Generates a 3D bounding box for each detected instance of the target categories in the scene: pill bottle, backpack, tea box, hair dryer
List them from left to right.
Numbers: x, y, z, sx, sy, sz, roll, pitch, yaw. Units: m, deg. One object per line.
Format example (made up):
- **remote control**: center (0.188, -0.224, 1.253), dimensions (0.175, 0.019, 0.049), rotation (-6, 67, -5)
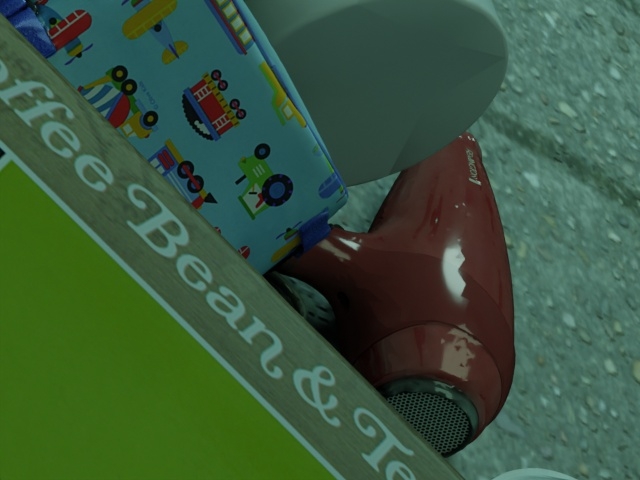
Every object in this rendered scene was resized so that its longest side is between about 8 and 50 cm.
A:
- **tea box**: center (-0.137, 0.135, 0.347), dimensions (0.329, 0.220, 0.323), rotation (46, 39, -10)
- **backpack**: center (-0.101, -0.021, 0.536), dimensions (0.173, 0.117, 0.158), rotation (-35, 119, -15)
- **pill bottle**: center (-0.027, -0.188, 0.718), dimensions (0.181, 0.181, 0.323), rotation (12, 47, -41)
- **hair dryer**: center (0.000, 0.000, 0.707), dimensions (0.293, 0.080, 0.223), rotation (-18, 75, -51)

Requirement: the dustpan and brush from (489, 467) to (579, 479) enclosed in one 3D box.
- **dustpan and brush**: center (0.079, 0.143, 0.675), dimensions (0.211, 0.060, 0.147), rotation (53, 45, -45)
